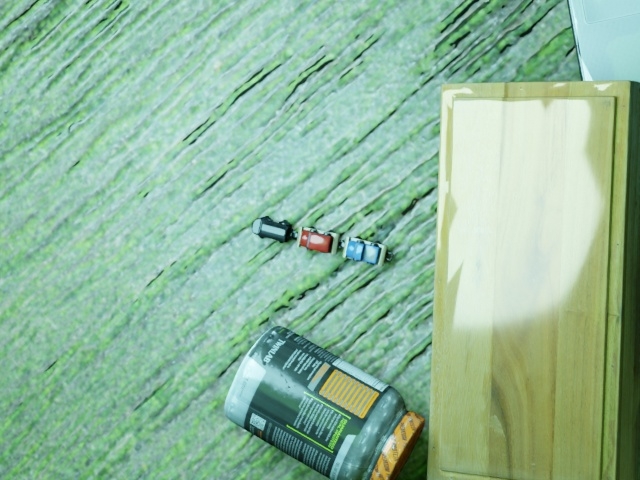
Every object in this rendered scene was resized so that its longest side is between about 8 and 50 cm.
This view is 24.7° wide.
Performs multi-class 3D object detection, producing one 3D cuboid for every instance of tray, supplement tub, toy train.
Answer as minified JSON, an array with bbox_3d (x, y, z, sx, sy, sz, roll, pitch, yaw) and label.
[{"bbox_3d":[0.218,0.048,1.473,0.203,0.076,0.411,2,92,30],"label":"tray"},{"bbox_3d":[0.006,0.181,1.531,0.190,0.117,0.117,29,97,13],"label":"supplement tub"},{"bbox_3d":[0.000,0.000,1.572,0.158,0.036,0.027,13,94,14],"label":"toy train"}]

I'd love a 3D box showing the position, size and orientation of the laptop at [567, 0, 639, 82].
[{"bbox_3d":[0.421,-0.294,1.361,0.408,0.236,0.382,-10,87,14],"label":"laptop"}]
